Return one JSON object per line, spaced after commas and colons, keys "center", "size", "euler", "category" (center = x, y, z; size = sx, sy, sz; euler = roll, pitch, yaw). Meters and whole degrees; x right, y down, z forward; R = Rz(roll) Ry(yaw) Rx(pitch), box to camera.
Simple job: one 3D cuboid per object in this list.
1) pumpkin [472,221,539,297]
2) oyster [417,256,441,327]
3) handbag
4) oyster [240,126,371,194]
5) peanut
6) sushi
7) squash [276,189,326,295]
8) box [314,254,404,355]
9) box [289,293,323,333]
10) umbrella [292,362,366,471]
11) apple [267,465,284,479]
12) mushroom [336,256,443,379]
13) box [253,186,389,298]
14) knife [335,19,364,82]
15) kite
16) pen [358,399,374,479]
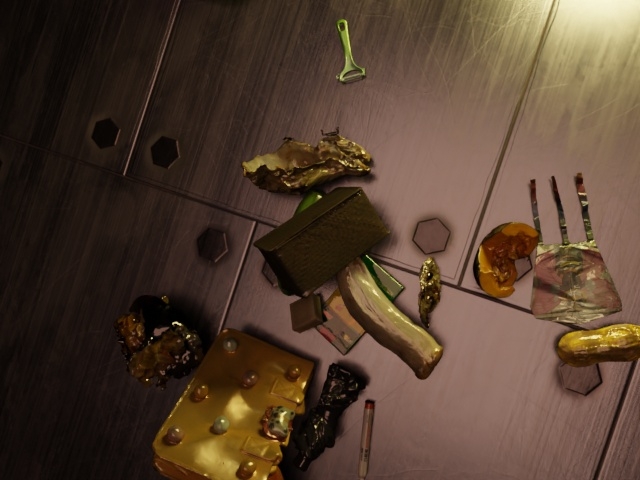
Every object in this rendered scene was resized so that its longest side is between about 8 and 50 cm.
{"center": [0.429, 0.038, 1.422], "size": [0.119, 0.107, 0.184], "euler": [27, 96, -16], "category": "pumpkin"}
{"center": [0.264, 0.126, 1.466], "size": [0.056, 0.105, 0.177], "euler": [-4, 61, 23], "category": "oyster"}
{"center": [-0.190, 0.405, 1.426], "size": [0.283, 0.401, 0.133], "euler": [21, 131, 8], "category": "handbag"}
{"center": [-0.038, -0.202, 1.549], "size": [0.336, 0.198, 0.133], "euler": [-11, 128, 4], "category": "oyster"}
{"center": [0.651, 0.241, 1.368], "size": [0.206, 0.087, 0.087], "euler": [-12, 83, 15], "category": "peanut"}
{"center": [-0.439, 0.265, 1.594], "size": [0.200, 0.204, 0.213], "euler": [-33, 118, -15], "category": "sushi"}
{"center": [-0.055, 0.002, 1.561], "size": [0.082, 0.082, 0.293], "euler": [18, 91, 14], "category": "squash"}
{"center": [0.091, 0.166, 1.537], "size": [0.132, 0.034, 0.235], "euler": [41, 96, 12], "category": "box"}
{"center": [-0.039, 0.189, 1.543], "size": [0.083, 0.035, 0.079], "euler": [-29, 50, 27], "category": "box"}
{"center": [0.014, 0.447, 1.496], "size": [0.110, 0.122, 0.272], "euler": [28, 85, -8], "category": "umbrella"}
{"center": [-0.201, 0.651, 1.467], "size": [0.250, 0.277, 0.309], "euler": [21, 98, -19], "category": "apple"}
{"center": [0.159, 0.185, 1.452], "size": [0.351, 0.095, 0.123], "euler": [48, 123, 5], "category": "mushroom"}
{"center": [-0.001, -0.002, 1.436], "size": [0.273, 0.184, 0.143], "euler": [-36, 104, -13], "category": "box"}
{"center": [0.067, -0.506, 1.592], "size": [0.078, 0.022, 0.166], "euler": [-12, 85, 6], "category": "knife"}
{"center": [0.594, 0.022, 1.429], "size": [0.204, 0.022, 0.361], "euler": [-6, 89, 14], "category": "kite"}
{"center": [0.113, 0.517, 1.513], "size": [0.026, 0.026, 0.218], "euler": [6, 88, 14], "category": "pen"}
